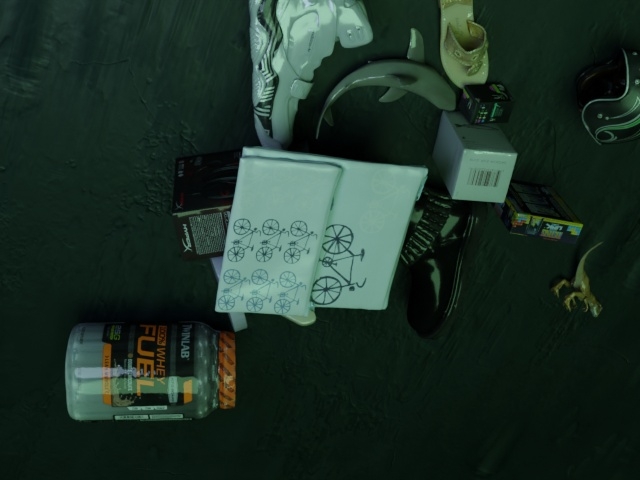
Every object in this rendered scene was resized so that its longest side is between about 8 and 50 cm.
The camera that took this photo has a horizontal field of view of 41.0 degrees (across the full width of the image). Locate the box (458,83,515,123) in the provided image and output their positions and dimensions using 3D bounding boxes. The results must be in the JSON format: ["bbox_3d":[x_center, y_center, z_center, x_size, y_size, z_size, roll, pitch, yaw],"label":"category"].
[{"bbox_3d":[0.314,-0.259,1.622,0.083,0.062,0.052,-5,134,-16],"label":"box"}]

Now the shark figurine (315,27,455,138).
[{"bbox_3d":[0.116,-0.284,1.569,0.278,0.116,0.166,-11,120,-3],"label":"shark figurine"}]

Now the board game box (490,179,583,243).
[{"bbox_3d":[0.421,-0.062,1.702,0.141,0.170,0.048,10,117,-12],"label":"board game box"}]

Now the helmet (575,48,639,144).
[{"bbox_3d":[0.572,-0.270,1.603,0.161,0.169,0.169,-27,122,27],"label":"helmet"}]

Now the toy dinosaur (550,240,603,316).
[{"bbox_3d":[0.570,0.091,1.886,0.112,0.064,0.212,-31,131,-9],"label":"toy dinosaur"}]

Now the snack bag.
[{"bbox_3d":[0.000,0.000,1.513,0.342,0.037,0.323,5,119,-17],"label":"snack bag"}]

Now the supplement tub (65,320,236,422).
[{"bbox_3d":[-0.348,0.272,1.787,0.337,0.207,0.207,-1,121,-8],"label":"supplement tub"}]

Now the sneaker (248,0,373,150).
[{"bbox_3d":[-0.018,-0.321,1.512,0.210,0.137,0.366,-2,118,-3],"label":"sneaker"}]

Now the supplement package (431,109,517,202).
[{"bbox_3d":[0.288,-0.161,1.620,0.105,0.179,0.105,3,121,-9],"label":"supplement package"}]

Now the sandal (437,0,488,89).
[{"bbox_3d":[0.262,-0.366,1.554,0.088,0.079,0.240,-16,121,2],"label":"sandal"}]

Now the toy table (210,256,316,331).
[{"bbox_3d":[-0.124,0.068,1.691,0.160,0.274,0.252,-19,88,-7],"label":"toy table"}]

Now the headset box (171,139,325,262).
[{"bbox_3d":[-0.121,-0.081,1.597,0.293,0.218,0.110,-8,123,-1],"label":"headset box"}]

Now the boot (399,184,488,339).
[{"bbox_3d":[0.168,0.032,1.747,0.260,0.131,0.348,7,109,-19],"label":"boot"}]
